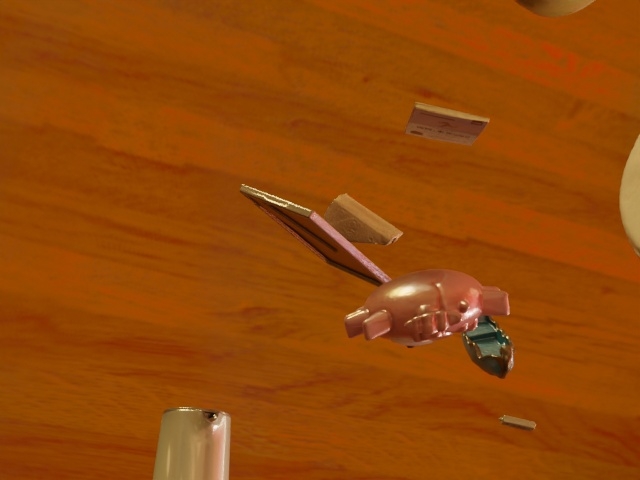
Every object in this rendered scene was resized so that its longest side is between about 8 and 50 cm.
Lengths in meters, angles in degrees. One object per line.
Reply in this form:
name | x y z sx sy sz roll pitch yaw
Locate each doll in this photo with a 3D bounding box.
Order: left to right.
doll | 0.134 0.087 1.161 0.211 0.262 0.093 -10 94 -2

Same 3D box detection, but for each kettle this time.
kettle | -0.160 0.290 1.127 0.098 0.127 0.148 0 68 5

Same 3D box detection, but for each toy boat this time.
toy boat | 0.301 0.177 1.610 0.075 0.185 0.077 -10 119 -5

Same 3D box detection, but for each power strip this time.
power strip | 0.429 0.399 1.967 0.083 0.027 0.017 12 60 0

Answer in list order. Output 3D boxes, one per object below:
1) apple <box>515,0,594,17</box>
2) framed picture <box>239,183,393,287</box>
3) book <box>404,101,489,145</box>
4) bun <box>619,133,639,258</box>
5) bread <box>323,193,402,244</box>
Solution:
apple | 0.358 -0.433 1.351 0.200 0.200 0.200 4 79 -22
framed picture | 0.000 0.000 1.646 0.289 0.211 0.020 40 78 -41
book | 0.213 -0.197 1.550 0.127 0.182 0.014 12 84 1
bun | 0.432 -0.057 0.854 0.175 0.263 0.263 25 72 -20
bread | 0.071 -0.012 1.773 0.152 0.105 0.077 36 27 15
